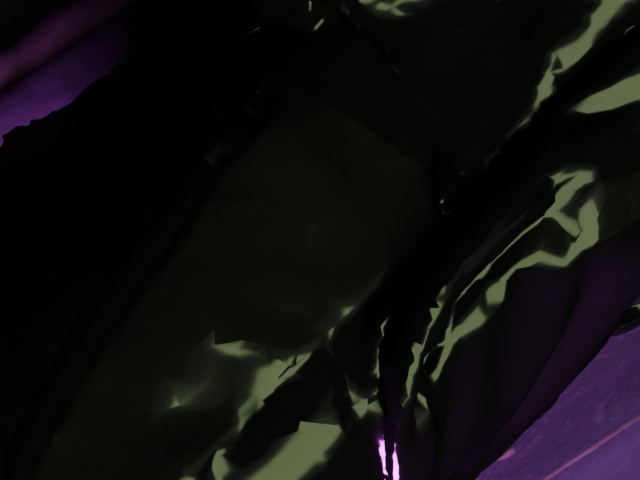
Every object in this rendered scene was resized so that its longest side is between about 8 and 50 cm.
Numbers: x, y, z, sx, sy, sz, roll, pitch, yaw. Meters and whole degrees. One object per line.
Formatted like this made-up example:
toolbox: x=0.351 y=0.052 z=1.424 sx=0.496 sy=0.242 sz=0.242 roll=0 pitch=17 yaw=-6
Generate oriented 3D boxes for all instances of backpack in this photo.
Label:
backpack: x=0.000 y=0.000 z=0.795 sx=0.446 sy=0.255 sz=0.363 roll=-43 pitch=160 yaw=-12
